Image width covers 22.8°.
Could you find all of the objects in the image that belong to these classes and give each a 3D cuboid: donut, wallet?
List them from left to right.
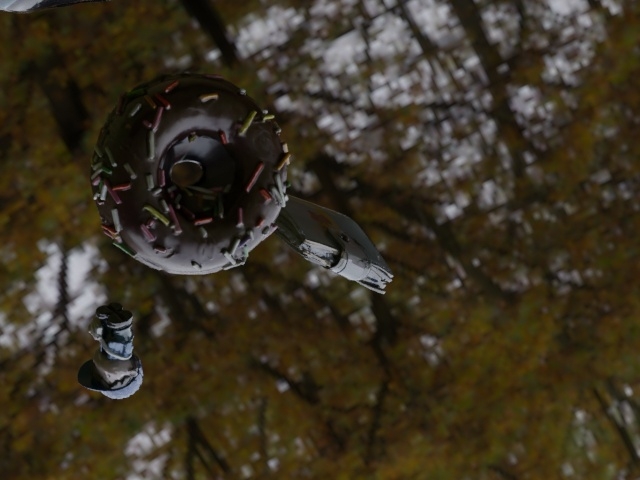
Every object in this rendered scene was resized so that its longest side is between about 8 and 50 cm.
[{"bbox_3d":[-0.158,-0.084,1.990,0.270,0.269,0.103,-37,-162,-18],"label":"donut"},{"bbox_3d":[0.000,0.000,2.281,0.069,0.231,0.170,-53,-129,14],"label":"wallet"}]

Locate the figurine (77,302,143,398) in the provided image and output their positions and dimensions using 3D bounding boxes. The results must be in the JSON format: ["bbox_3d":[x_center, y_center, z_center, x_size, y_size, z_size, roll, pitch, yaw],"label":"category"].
[{"bbox_3d":[-0.292,0.155,2.230,0.086,0.149,0.087,30,-142,30],"label":"figurine"}]

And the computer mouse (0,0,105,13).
[{"bbox_3d":[-0.269,-0.311,1.625,0.233,0.137,0.096,-14,177,-38],"label":"computer mouse"}]
